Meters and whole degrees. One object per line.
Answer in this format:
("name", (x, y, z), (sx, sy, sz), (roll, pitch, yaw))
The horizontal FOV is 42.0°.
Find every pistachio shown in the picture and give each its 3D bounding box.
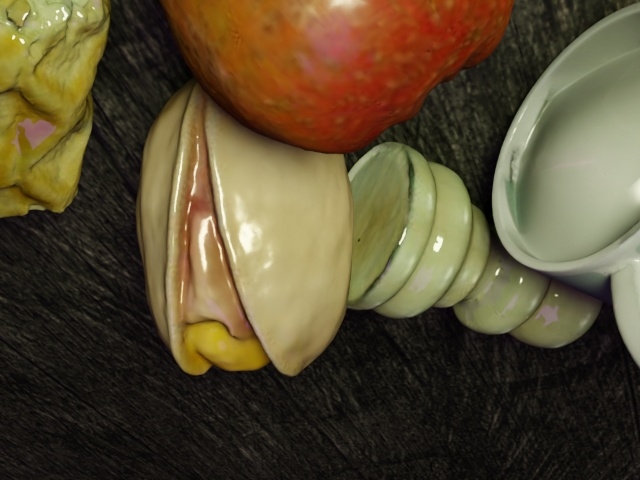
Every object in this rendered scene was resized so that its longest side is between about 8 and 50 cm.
("pistachio", (-0.078, -0.023, 0.819), (0.229, 0.309, 0.230), (0, 170, 0))

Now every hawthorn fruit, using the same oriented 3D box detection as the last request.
("hawthorn fruit", (-0.009, -0.221, 0.609), (0.277, 0.277, 0.298), (-34, 115, 33))

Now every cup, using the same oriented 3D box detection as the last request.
("cup", (0.345, -0.003, 0.749), (0.274, 0.357, 0.259), (22, 144, -23))

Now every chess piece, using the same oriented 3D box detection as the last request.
("chess piece", (0.180, 0.030, 0.938), (0.330, 0.182, 0.182), (20, 135, -26))

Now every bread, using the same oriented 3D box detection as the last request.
("bread", (-0.304, -0.154, 0.733), (0.238, 0.196, 0.252), (7, 135, -6))
